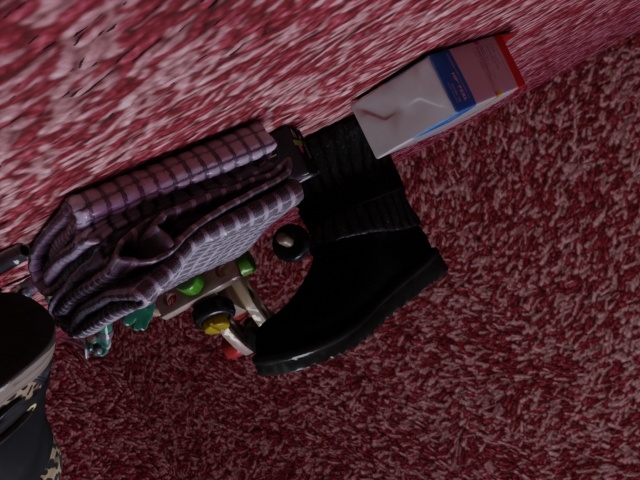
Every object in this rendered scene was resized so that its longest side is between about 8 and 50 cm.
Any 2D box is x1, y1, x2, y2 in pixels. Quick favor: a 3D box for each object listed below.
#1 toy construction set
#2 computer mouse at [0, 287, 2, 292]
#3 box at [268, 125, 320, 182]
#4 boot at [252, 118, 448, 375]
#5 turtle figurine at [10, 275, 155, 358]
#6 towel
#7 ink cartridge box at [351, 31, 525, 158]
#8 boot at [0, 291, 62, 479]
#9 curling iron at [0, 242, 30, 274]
[{"bbox_3d":[-0.192,0.037,1.364,0.309,0.257,0.237,-3,169,21],"label":"toy construction set"},{"bbox_3d":[-0.447,0.097,1.067,0.193,0.042,0.106,-26,180,-35],"label":"computer mouse"},{"bbox_3d":[-0.041,-0.095,1.117,0.052,0.062,0.083,-25,180,9],"label":"box"},{"bbox_3d":[-0.002,0.000,1.277,0.348,0.260,0.131,-34,-170,-37],"label":"boot"},{"bbox_3d":[-0.333,0.080,1.297,0.175,0.118,0.234,30,153,-37],"label":"turtle figurine"},{"bbox_3d":[-0.167,-0.002,1.018,0.235,0.121,0.284,-27,179,-31],"label":"towel"},{"bbox_3d":[0.161,-0.187,1.194,0.134,0.078,0.231,-27,179,42],"label":"ink cartridge box"},{"bbox_3d":[-0.412,0.245,0.941,0.377,0.138,0.284,-42,156,-33],"label":"boot"},{"bbox_3d":[-0.370,0.052,0.915,0.274,0.035,0.068,-26,178,33],"label":"curling iron"}]
